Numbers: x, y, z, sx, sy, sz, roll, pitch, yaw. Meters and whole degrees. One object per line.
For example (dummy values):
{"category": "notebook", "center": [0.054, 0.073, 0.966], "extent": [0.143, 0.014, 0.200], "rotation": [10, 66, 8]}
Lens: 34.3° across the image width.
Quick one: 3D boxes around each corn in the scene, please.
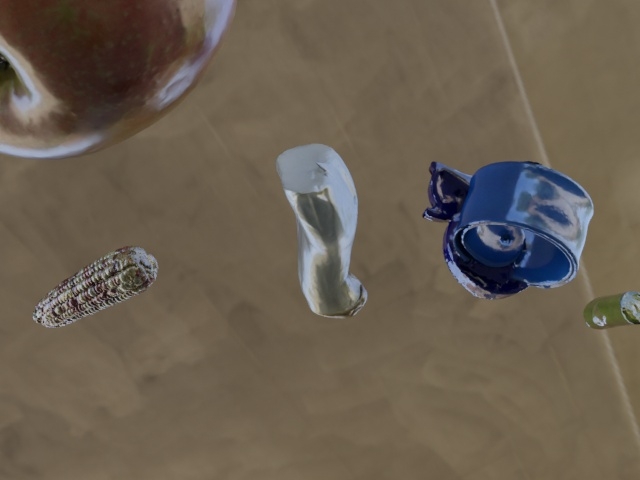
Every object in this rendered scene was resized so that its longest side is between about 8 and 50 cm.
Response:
{"category": "corn", "center": [-0.349, 0.077, 1.594], "extent": [0.237, 0.080, 0.079], "rotation": [-28, -44, 29]}

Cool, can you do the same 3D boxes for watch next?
{"category": "watch", "center": [0.250, -0.024, 1.363], "extent": [0.196, 0.171, 0.200], "rotation": [17, -22, -14]}

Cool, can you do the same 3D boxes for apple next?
{"category": "apple", "center": [-0.245, -0.221, 0.945], "extent": [0.319, 0.277, 0.319], "rotation": [14, -30, 8]}

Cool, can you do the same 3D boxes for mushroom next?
{"category": "mushroom", "center": [0.000, 0.000, 1.596], "extent": [0.122, 0.159, 0.329], "rotation": [12, -42, 23]}

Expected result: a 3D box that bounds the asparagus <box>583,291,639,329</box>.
{"category": "asparagus", "center": [0.495, 0.116, 1.729], "extent": [0.067, 0.060, 0.278], "rotation": [-2, -7, 0]}
